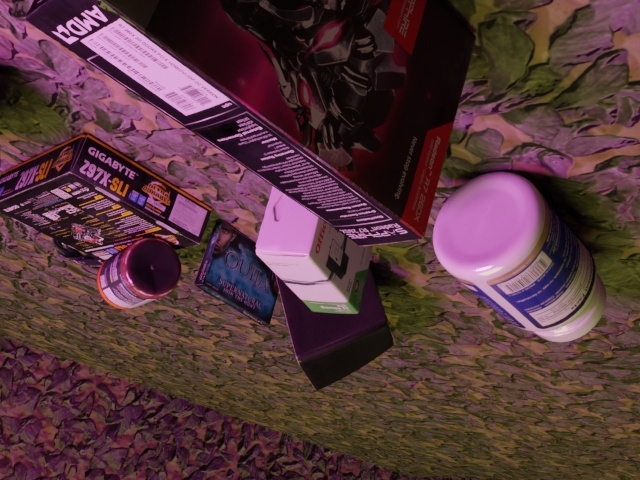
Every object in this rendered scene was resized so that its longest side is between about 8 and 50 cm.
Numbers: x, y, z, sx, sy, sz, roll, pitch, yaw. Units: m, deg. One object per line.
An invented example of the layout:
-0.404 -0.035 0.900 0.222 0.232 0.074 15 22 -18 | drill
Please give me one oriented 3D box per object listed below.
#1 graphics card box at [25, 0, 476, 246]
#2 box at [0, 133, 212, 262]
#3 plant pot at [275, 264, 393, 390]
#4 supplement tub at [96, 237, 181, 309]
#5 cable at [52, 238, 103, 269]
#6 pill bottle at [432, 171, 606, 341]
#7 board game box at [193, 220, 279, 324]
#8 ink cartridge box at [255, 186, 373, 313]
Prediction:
-0.024 -0.177 0.647 0.371 0.233 0.094 33 155 -35 | graphics card box
-0.389 -0.058 1.338 0.257 0.079 0.322 30 152 -37 | box
0.033 0.138 1.380 0.167 0.188 0.187 -17 152 3 | plant pot
-0.327 0.064 1.349 0.106 0.106 0.198 27 155 -26 | supplement tub
-0.488 0.040 1.655 0.150 0.047 0.184 -3 152 36 | cable
0.279 0.034 1.041 0.153 0.153 0.265 -6 149 40 | pill bottle
-0.141 0.061 1.394 0.026 0.126 0.186 -4 151 38 | board game box
0.000 0.000 1.135 0.087 0.153 0.208 2 155 26 | ink cartridge box
